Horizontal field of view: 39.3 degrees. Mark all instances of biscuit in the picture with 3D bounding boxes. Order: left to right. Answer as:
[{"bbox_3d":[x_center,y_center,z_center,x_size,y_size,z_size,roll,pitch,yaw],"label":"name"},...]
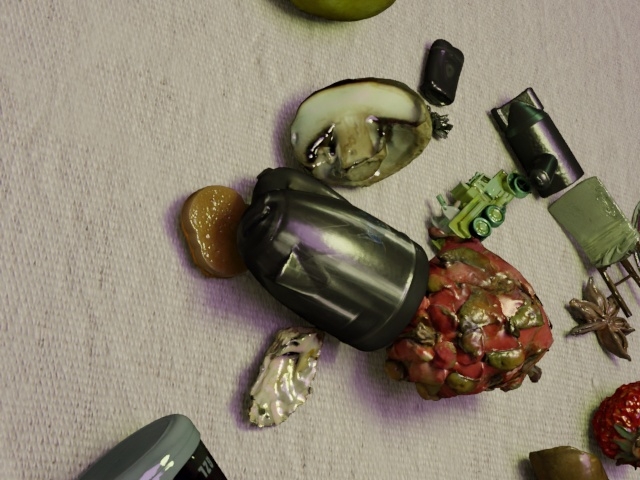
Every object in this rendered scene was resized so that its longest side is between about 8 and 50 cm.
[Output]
[{"bbox_3d":[-0.175,-0.016,1.598,0.170,0.050,0.170,13,71,-41],"label":"biscuit"}]

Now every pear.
[{"bbox_3d":[0.037,-0.578,1.810,0.321,0.269,0.269,18,65,-43],"label":"pear"}]

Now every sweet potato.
[{"bbox_3d":[0.553,0.564,1.836,0.157,0.157,0.370,-31,98,-37],"label":"sweet potato"}]

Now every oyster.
[{"bbox_3d":[-0.071,0.231,1.578,0.132,0.072,0.209,33,74,-41],"label":"oyster"}]

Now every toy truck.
[{"bbox_3d":[0.333,-0.077,1.919,0.135,0.128,0.259,49,54,6],"label":"toy truck"}]

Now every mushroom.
[{"bbox_3d":[0.076,-0.204,1.763,0.267,0.164,0.190,-31,65,-4],"label":"mushroom"}]

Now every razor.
[{"bbox_3d":[0.275,-0.375,2.016,0.090,0.054,0.148,27,62,-24],"label":"razor"}]

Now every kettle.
[{"bbox_3d":[0.000,0.000,1.606,0.324,0.228,0.321,30,37,-28],"label":"kettle"}]

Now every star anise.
[{"bbox_3d":[0.655,0.181,2.089,0.207,0.063,0.172,24,58,-22],"label":"star anise"}]

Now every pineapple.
[{"bbox_3d":[0.222,-0.270,1.939,0.159,0.074,0.074,25,62,-28],"label":"pineapple"}]

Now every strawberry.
[{"bbox_3d":[0.670,0.395,2.003,0.236,0.111,0.190,-41,129,-58],"label":"strawberry"}]

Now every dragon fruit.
[{"bbox_3d":[0.234,0.176,1.672,0.262,0.296,0.314,-32,58,-28],"label":"dragon fruit"}]

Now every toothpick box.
[{"bbox_3d":[-0.204,0.466,1.316,0.263,0.263,0.355,-41,100,-36],"label":"toothpick box"}]

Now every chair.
[{"bbox_3d":[0.708,0.000,2.111,0.186,0.160,0.319,-20,74,-45],"label":"chair"}]

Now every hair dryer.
[{"bbox_3d":[0.477,-0.205,1.999,0.244,0.116,0.302,56,21,-4],"label":"hair dryer"}]

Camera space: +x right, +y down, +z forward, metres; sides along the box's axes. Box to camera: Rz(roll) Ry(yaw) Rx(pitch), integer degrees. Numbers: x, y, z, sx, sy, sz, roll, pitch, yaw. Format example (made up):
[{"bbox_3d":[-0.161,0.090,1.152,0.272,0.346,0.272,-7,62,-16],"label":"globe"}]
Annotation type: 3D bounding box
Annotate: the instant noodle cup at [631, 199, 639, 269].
[{"bbox_3d":[0.999,-0.002,2.253,0.339,0.266,0.340,12,67,-31],"label":"instant noodle cup"}]
